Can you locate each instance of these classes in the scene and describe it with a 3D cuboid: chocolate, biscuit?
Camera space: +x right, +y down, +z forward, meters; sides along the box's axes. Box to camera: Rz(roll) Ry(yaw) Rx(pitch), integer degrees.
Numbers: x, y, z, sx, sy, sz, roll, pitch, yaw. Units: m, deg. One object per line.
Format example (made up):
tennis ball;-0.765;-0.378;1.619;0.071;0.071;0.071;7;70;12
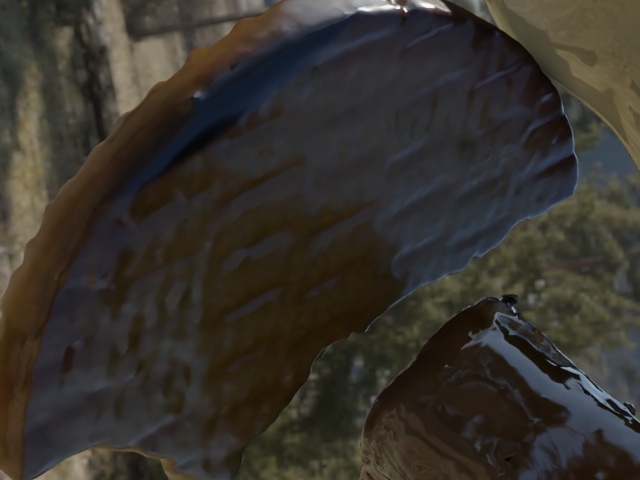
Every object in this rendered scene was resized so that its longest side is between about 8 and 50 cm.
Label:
chocolate;0.077;0.129;0.495;0.093;0.148;0.214;-39;152;-24
biscuit;-0.001;0.000;0.458;0.228;0.031;0.176;-2;117;-43

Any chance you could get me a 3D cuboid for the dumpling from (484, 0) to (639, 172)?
dumpling;0.173;-0.122;0.499;0.187;0.242;0.318;133;-39;-66
